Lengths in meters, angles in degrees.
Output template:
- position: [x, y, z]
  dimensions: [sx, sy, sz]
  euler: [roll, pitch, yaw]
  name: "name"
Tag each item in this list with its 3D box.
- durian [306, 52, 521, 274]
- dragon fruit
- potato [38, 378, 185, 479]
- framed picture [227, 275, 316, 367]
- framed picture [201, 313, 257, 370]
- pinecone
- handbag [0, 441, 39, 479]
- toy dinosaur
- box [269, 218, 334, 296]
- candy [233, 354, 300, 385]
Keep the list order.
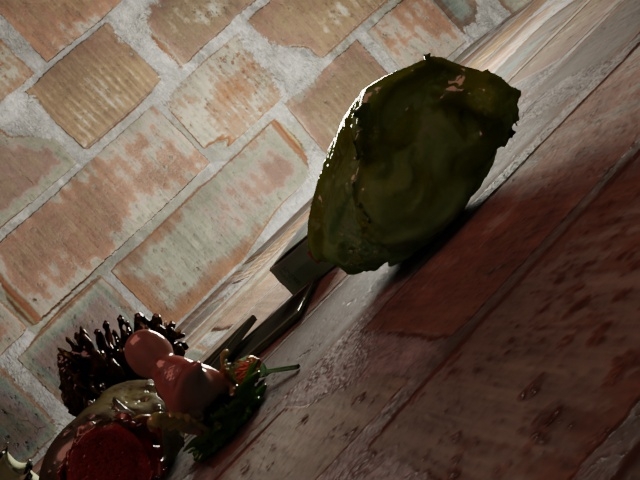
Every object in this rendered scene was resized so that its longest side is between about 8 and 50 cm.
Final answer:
- position: [0.094, -0.087, 1.243]
  dimensions: [0.255, 0.204, 0.340]
  euler: [-58, 11, -23]
  name: "durian"
- position: [-0.248, 0.278, 1.154]
  dimensions: [0.207, 0.133, 0.150]
  euler: [-67, 0, -70]
  name: "dragon fruit"
- position: [-0.296, 0.300, 1.316]
  dimensions: [0.165, 0.165, 0.262]
  euler: [-38, 4, 40]
  name: "potato"
- position: [-0.108, 0.171, 1.622]
  dimensions: [0.252, 0.014, 0.197]
  euler: [-42, 6, 16]
  name: "framed picture"
- position: [-0.226, 0.253, 1.705]
  dimensions: [0.265, 0.018, 0.192]
  euler: [-44, 5, 39]
  name: "framed picture"
- position: [-0.411, 0.261, 1.957]
  dimensions: [0.292, 0.246, 0.246]
  euler: [-35, 2, -24]
  name: "pinecone"
- position: [-0.636, 0.541, 1.832]
  dimensions: [0.236, 0.160, 0.358]
  euler: [-51, 7, -18]
  name: "handbag"
- position: [-0.168, 0.174, 1.219]
  dimensions: [0.152, 0.177, 0.194]
  euler: [-45, 8, -8]
  name: "toy dinosaur"
- position: [0.000, 0.000, 1.802]
  dimensions: [0.135, 0.079, 0.269]
  euler: [-41, 6, 23]
  name: "box"
- position: [-0.074, 0.179, 1.281]
  dimensions: [0.185, 0.049, 0.055]
  euler: [-21, 52, 59]
  name: "candy"
